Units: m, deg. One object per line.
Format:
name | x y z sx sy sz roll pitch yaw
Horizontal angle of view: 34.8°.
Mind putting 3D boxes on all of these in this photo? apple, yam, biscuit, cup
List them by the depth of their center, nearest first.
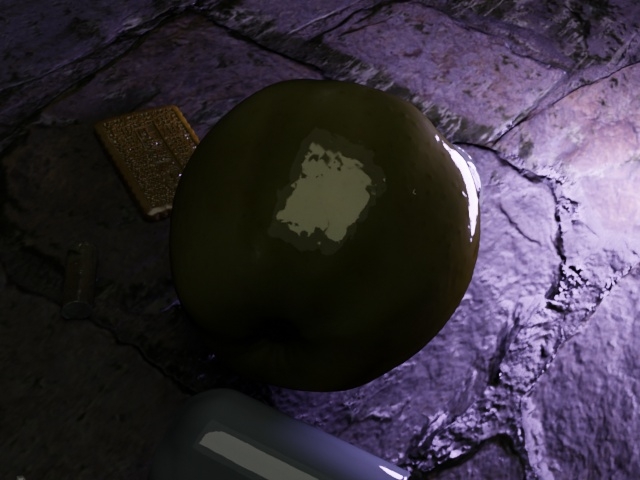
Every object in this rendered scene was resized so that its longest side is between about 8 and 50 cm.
cup | -0.059 0.336 1.354 0.312 0.205 0.205 24 49 10
apple | 0.000 0.000 1.505 0.474 0.473 0.473 7 49 -8
yam | -0.379 0.060 1.611 0.054 0.054 0.132 4 50 -10
biscuit | -0.285 -0.148 1.832 0.172 0.029 0.254 -19 56 -26

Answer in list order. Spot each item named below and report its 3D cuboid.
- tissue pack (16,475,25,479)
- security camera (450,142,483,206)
tissue pack | -0.341 0.392 1.229 0.148 0.209 0.156 -18 54 -26
security camera | 0.153 -0.116 1.805 0.277 0.197 0.191 20 15 -14
